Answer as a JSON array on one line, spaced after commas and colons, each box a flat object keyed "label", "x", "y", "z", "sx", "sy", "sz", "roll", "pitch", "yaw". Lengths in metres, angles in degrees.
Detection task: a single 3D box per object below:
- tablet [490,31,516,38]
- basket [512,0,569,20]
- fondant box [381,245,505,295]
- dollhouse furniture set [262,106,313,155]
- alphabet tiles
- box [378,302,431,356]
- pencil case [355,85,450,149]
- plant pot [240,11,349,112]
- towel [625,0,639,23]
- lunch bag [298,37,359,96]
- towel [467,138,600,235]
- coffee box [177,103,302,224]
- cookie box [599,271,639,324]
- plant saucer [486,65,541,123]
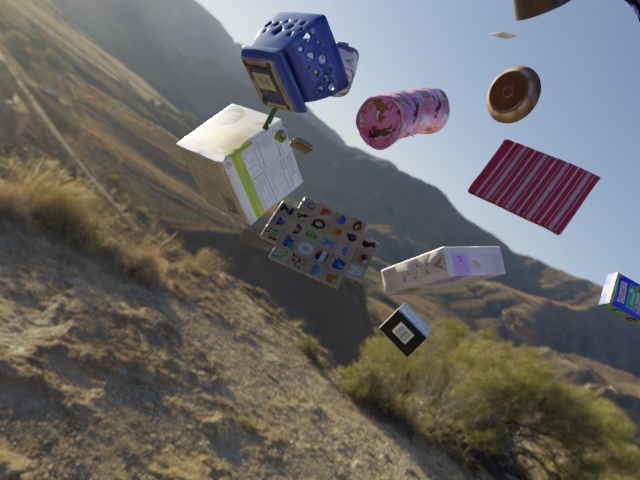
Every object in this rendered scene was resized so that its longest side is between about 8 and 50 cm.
[{"label": "tablet", "x": 0.669, "y": -0.748, "z": 2.019, "sx": 0.083, "sy": 0.006, "sz": 0.054, "roll": 0, "pitch": 8, "yaw": -32}, {"label": "basket", "x": 0.754, "y": -0.925, "z": 1.946, "sx": 0.226, "sy": 0.205, "sz": 0.154, "roll": 61, "pitch": 37, "yaw": -24}, {"label": "fondant box", "x": 0.392, "y": 0.103, "z": 1.809, "sx": 0.239, "sy": 0.096, "sz": 0.330, "roll": 0, "pitch": -16, "yaw": -30}, {"label": "dollhouse furniture set", "x": -0.079, "y": -0.296, "z": 1.506, "sx": 0.152, "sy": 0.058, "sz": 0.076, "roll": 28, "pitch": -11, "yaw": -10}, {"label": "alphabet tiles", "x": 0.000, "y": 0.000, "z": 1.733, "sx": 0.343, "sy": 0.285, "sz": 0.011, "roll": 24, "pitch": -39, "yaw": 5}, {"label": "box", "x": 0.328, "y": 0.338, "z": 2.118, "sx": 0.153, "sy": 0.108, "sz": 0.207, "roll": 45, "pitch": 11, "yaw": 12}, {"label": "pencil case", "x": 0.257, "y": -0.379, "z": 1.686, "sx": 0.160, "sy": 0.167, "sz": 0.386, "roll": 17, "pitch": 24, "yaw": 28}, {"label": "plant pot", "x": -0.088, "y": -0.524, "z": 1.658, "sx": 0.236, "sy": 0.212, "sz": 0.235, "roll": 27, "pitch": -28, "yaw": 45}, {"label": "towel", "x": 0.991, "y": -0.630, "z": 1.547, "sx": 0.309, "sy": 0.076, "sz": 0.227, "roll": -3, "pitch": 64, "yaw": -31}, {"label": "lunch bag", "x": 0.005, "y": -0.626, "z": 2.009, "sx": 0.244, "sy": 0.114, "sz": 0.303, "roll": 10, "pitch": -8, "yaw": -3}, {"label": "towel", "x": 0.552, "y": -0.146, "z": 1.453, "sx": 0.275, "sy": 0.198, "sz": 0.031, "roll": 32, "pitch": -11, "yaw": 31}, {"label": "coffee box", "x": -0.336, "y": -0.333, "z": 2.367, "sx": 0.338, "sy": 0.334, "sz": 0.338, "roll": 27, "pitch": -31, "yaw": 39}, {"label": "cookie box", "x": 0.758, "y": 0.144, "z": 1.372, "sx": 0.107, "sy": 0.091, "sz": 0.040, "roll": 28, "pitch": -21, "yaw": -3}, {"label": "plant saucer", "x": 0.638, "y": -0.494, "z": 1.858, "sx": 0.036, "sy": 0.198, "sz": 0.198, "roll": 9, "pitch": 25, "yaw": -41}]
